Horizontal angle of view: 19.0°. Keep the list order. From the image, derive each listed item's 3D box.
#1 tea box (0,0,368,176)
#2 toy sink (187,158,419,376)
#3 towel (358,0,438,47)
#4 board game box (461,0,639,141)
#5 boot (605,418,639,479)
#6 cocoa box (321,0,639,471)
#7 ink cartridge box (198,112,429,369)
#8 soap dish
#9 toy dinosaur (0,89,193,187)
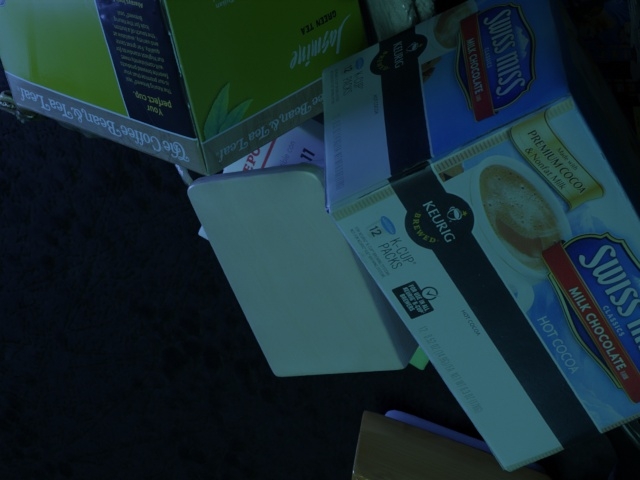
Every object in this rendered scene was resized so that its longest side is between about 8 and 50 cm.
[{"bbox_3d":[-0.159,-0.274,1.785,0.329,0.220,0.323,22,133,45],"label":"tea box"},{"bbox_3d":[0.000,0.000,1.846,0.153,0.131,0.234,-7,122,32],"label":"toy sink"},{"bbox_3d":[0.059,-0.245,1.773,0.187,0.049,0.282,-126,17,-49],"label":"towel"},{"bbox_3d":[0.228,-0.176,1.796,0.194,0.060,0.194,4,123,29],"label":"board game box"},{"bbox_3d":[0.311,0.257,2.003,0.260,0.131,0.348,-27,106,40],"label":"boot"},{"bbox_3d":[0.182,-0.016,1.690,0.228,0.231,0.347,-25,122,16],"label":"cocoa box"},{"bbox_3d":[0.010,-0.048,1.974,0.353,0.119,0.207,31,132,8],"label":"ink cartridge box"},{"bbox_3d":[0.132,0.350,2.185,0.229,0.118,0.291,19,130,18],"label":"soap dish"},{"bbox_3d":[-0.241,-0.150,2.082,0.268,0.064,0.118,22,133,29],"label":"toy dinosaur"}]
